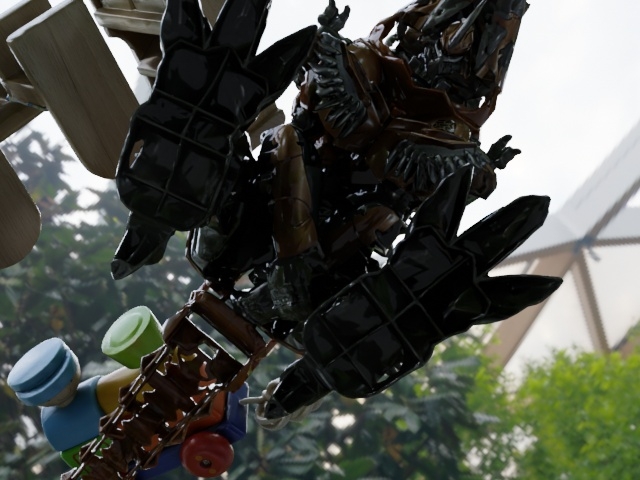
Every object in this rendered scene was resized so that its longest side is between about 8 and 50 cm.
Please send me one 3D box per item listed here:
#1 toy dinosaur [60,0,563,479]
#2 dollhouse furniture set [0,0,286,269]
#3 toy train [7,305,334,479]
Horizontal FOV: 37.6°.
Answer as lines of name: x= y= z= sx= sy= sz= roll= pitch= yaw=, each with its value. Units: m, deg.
toy dinosaur: x=0.000 y=0.000 z=0.431 sx=0.218 sy=0.164 sz=0.322 roll=121 pitch=167 yaw=-85
dollhouse furniture set: x=-0.162 y=-0.078 z=0.568 sx=0.242 sy=0.212 sz=0.161 roll=-43 pitch=-51 yaw=-26
toy train: x=-0.111 y=0.107 z=0.742 sx=0.248 sy=0.105 sz=0.143 roll=-26 pitch=-58 yaw=14
